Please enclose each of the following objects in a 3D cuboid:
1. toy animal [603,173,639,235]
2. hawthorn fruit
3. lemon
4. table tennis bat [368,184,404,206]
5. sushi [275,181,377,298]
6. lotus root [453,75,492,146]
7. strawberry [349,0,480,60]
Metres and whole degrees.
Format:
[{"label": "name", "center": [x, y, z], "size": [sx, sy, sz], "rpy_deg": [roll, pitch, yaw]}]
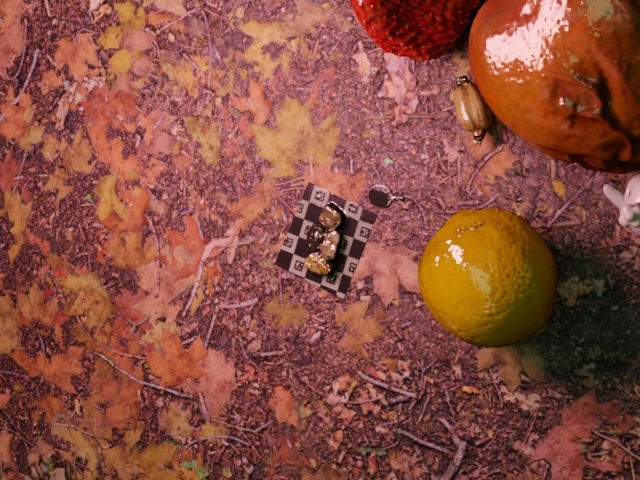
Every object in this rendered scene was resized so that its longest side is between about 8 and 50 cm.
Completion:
[{"label": "toy animal", "center": [0.610, -0.077, 1.676], "size": [0.140, 0.282, 0.138], "rpy_deg": [-32, 65, 20]}, {"label": "hawthorn fruit", "center": [0.507, -0.331, 1.618], "size": [0.472, 0.472, 0.472], "rpy_deg": [2, 94, 24]}, {"label": "lemon", "center": [0.330, 0.073, 1.804], "size": [0.293, 0.293, 0.293], "rpy_deg": [2, 94, 24]}, {"label": "table tennis bat", "center": [0.145, -0.097, 2.017], "size": [0.083, 0.007, 0.050], "rpy_deg": [10, 97, 25]}, {"label": "sushi", "center": [0.000, 0.000, 2.065], "size": [0.192, 0.050, 0.215], "rpy_deg": [26, 103, 20]}, {"label": "lotus root", "center": [0.318, -0.269, 1.899], "size": [0.072, 0.063, 0.152], "rpy_deg": [-11, 81, -2]}, {"label": "strawberry", "center": [0.177, -0.520, 1.793], "size": [0.267, 0.351, 0.312], "rpy_deg": [45, 115, 24]}]
